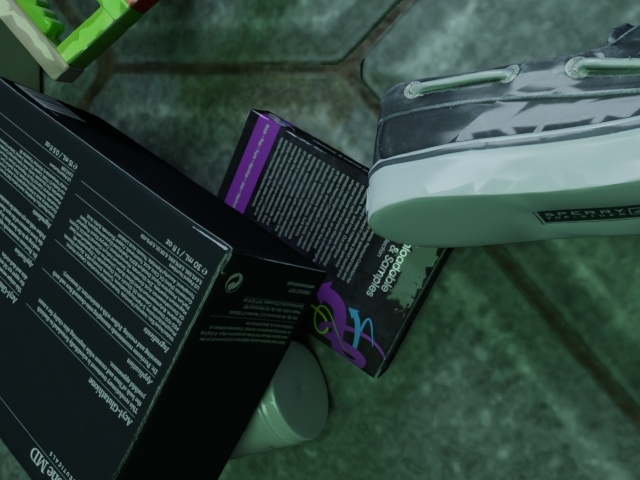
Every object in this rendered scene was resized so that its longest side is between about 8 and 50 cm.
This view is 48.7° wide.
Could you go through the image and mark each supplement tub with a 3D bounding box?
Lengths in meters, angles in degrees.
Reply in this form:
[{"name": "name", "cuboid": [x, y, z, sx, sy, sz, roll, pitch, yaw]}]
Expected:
[{"name": "supplement tub", "cuboid": [-0.056, 0.115, 0.495, 0.107, 0.071, 0.071, -22, 88, 28]}]

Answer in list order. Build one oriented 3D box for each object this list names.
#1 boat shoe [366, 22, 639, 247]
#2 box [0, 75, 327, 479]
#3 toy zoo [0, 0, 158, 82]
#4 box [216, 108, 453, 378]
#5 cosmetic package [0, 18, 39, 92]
[{"name": "boat shoe", "cuboid": [0.166, -0.060, 0.345, 0.301, 0.108, 0.102, -5, 71, 29]}, {"name": "box", "cuboid": [-0.152, 0.031, 0.468, 0.261, 0.103, 0.184, 34, 98, 32]}, {"name": "toy zoo", "cuboid": [-0.118, -0.267, 0.434, 0.293, 0.030, 0.192, -38, 95, 9]}, {"name": "box", "cuboid": [0.000, 0.000, 0.473, 0.162, 0.029, 0.116, 33, 111, 20]}, {"name": "cosmetic package", "cuboid": [-0.312, -0.264, 0.543, 0.160, 0.113, 0.310, 7, 102, 25]}]
